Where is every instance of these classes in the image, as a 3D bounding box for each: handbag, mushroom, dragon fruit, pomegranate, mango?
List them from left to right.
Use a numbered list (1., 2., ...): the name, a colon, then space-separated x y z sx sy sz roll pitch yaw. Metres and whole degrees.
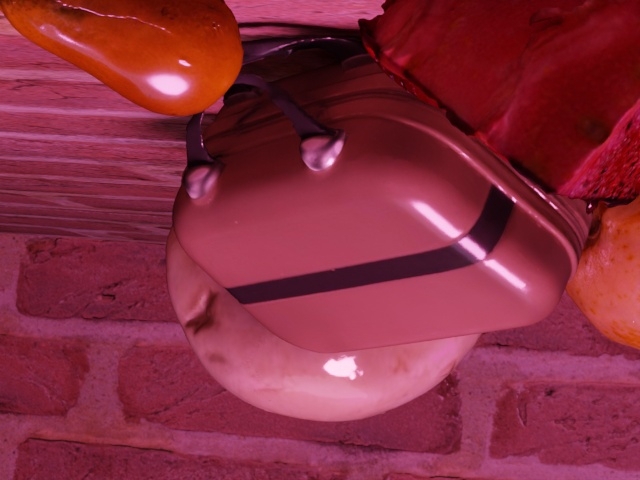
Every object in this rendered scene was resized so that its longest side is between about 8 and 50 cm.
1. mango: -0.121 -0.136 1.110 0.159 0.084 0.105 30 180 -28
2. mushroom: 0.000 0.000 1.680 0.314 0.314 0.336 4 154 14
3. handbag: 0.021 -0.044 1.371 0.302 0.149 0.283 -9 136 48
4. dragon fruit: 0.136 -0.096 0.972 0.189 0.163 0.262 -26 171 13
5. pomegranate: 0.308 0.001 1.649 0.207 0.207 0.207 5 175 0
